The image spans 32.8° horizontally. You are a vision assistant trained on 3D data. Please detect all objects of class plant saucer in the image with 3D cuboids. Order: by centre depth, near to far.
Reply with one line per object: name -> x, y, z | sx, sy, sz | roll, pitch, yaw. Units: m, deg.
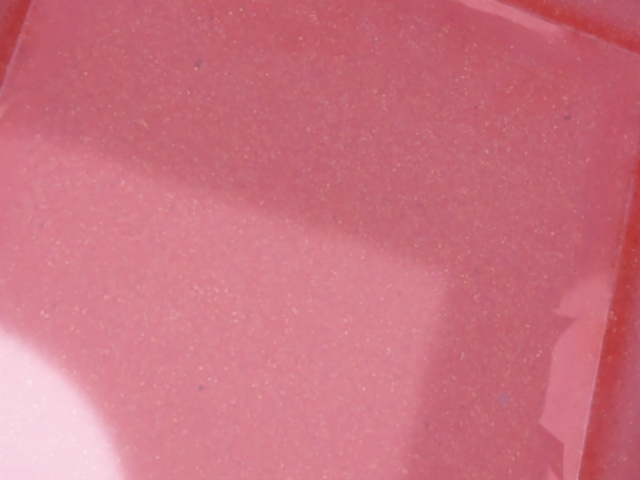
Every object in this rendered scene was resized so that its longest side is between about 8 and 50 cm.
plant saucer -> 0.000, 0.000, 0.336 | 0.258, 0.048, 0.259 | 18, 74, -11
